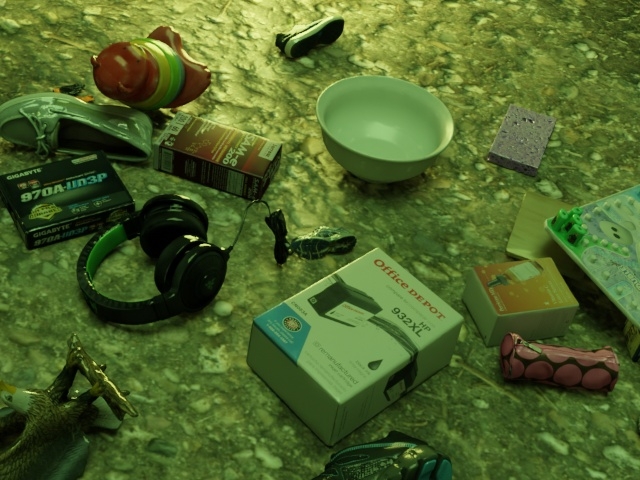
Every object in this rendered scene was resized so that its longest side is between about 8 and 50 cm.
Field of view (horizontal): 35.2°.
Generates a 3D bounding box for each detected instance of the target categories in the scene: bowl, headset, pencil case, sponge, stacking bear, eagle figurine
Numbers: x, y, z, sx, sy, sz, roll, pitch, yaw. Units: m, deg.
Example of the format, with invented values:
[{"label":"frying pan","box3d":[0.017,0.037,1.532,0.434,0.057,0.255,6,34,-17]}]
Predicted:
[{"label":"bowl","box3d":[0.129,-0.217,2.169,0.297,0.134,0.298,5,44,-5]},{"label":"headset","box3d":[-0.245,0.038,1.863,0.394,0.185,0.243,-21,47,-10]},{"label":"pencil case","box3d":[0.430,0.217,1.805,0.209,0.098,0.095,7,44,-5]},{"label":"sponge","box3d":[0.465,-0.233,2.325,0.117,0.031,0.210,21,44,10]},{"label":"stacking bear","box3d":[-0.375,-0.350,2.099,0.175,0.164,0.289,50,16,3]},{"label":"eagle figurine","box3d":[-0.449,0.286,1.533,0.298,0.225,0.226,-43,16,-8]}]

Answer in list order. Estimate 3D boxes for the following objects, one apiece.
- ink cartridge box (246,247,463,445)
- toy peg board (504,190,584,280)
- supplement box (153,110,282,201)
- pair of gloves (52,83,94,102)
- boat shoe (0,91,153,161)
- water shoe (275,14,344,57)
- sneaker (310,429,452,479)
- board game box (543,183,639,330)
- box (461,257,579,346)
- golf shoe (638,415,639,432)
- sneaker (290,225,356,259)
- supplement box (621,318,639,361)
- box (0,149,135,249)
[{"label":"ink cartridge box","box3d":[0.061,0.175,1.753,0.307,0.129,0.223,-29,55,-34]},{"label":"toy peg board","box3d":[0.469,0.005,2.063,0.161,0.079,0.161,20,60,9]},{"label":"supplement box","box3d":[-0.214,-0.177,2.104,0.239,0.073,0.130,18,44,6]},{"label":"pair of gloves","box3d":[-0.547,-0.320,2.232,0.074,0.010,0.083,-18,48,-25]},{"label":"boat shoe","box3d":[-0.504,-0.221,2.067,0.320,0.118,0.103,7,44,-16]},{"label":"water shoe","box3d":[-0.026,-0.519,2.495,0.080,0.073,0.203,36,49,27]},{"label":"sneaker","box3d":[0.034,0.400,1.551,0.340,0.125,0.139,-18,23,-23]},{"label":"board game box","box3d":[0.688,0.046,1.984,0.390,0.050,0.390,-18,59,-39]},{"label":"box","box3d":[0.375,0.115,1.905,0.170,0.091,0.130,-6,46,-18]},{"label":"golf shoe","box3d":[0.626,0.286,1.782,0.069,0.086,0.176,38,52,23]},{"label":"sneaker","box3d":[0.000,0.000,1.988,0.135,0.052,0.058,-4,35,-25]},{"label":"supplement box","box3d":[0.628,0.182,1.909,0.083,0.056,0.083,3,44,-8]},{"label":"box","box3d":[-0.495,-0.082,1.967,0.220,0.051,0.175,-17,50,-26]}]
